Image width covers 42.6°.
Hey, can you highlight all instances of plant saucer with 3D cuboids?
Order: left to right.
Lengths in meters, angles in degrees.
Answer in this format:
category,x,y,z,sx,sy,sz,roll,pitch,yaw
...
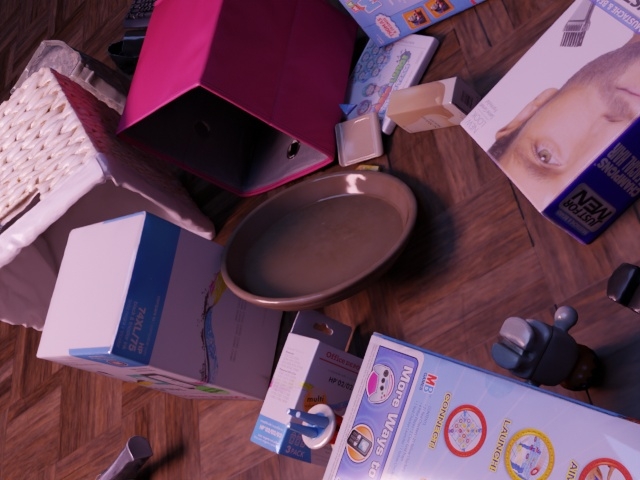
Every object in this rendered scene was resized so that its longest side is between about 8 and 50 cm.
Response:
category,x,y,z,sx,sy,sz,roll,pitch,yaw
plant saucer,0.000,0.000,1.103,0.278,0.041,0.277,-17,35,12

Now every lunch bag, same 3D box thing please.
category,x,y,z,sx,sy,sz,roll,pitch,yaw
lunch bag,-0.474,-0.290,1.717,0.287,0.235,0.168,18,76,51

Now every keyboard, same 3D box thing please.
category,x,y,z,sx,sy,sz,roll,pitch,yaw
keyboard,-0.296,-0.553,1.795,0.317,0.033,0.201,7,63,38

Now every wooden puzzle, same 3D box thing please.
category,x,y,z,sx,sy,sz,roll,pitch,yaw
wooden puzzle,0.058,-0.147,1.207,0.079,0.014,0.116,-5,84,33

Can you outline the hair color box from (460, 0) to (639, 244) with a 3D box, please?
category,x,y,z,sx,sy,sz,roll,pitch,yaw
hair color box,0.335,-0.182,0.884,0.339,0.110,0.185,-49,42,18

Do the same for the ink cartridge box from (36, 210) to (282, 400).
category,x,y,z,sx,sy,sz,roll,pitch,yaw
ink cartridge box,-0.218,0.106,1.184,0.198,0.270,0.197,-10,63,44

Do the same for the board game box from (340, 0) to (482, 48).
category,x,y,z,sx,sy,sz,roll,pitch,yaw
board game box,0.128,-0.373,1.156,0.212,0.160,0.039,-18,47,33

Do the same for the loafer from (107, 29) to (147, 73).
category,x,y,z,sx,sy,sz,roll,pitch,yaw
loafer,-0.411,-0.438,1.858,0.220,0.078,0.080,-14,58,42

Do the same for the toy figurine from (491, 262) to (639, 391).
category,x,y,z,sx,sy,sz,roll,pitch,yaw
toy figurine,0.276,0.145,0.736,0.210,0.148,0.213,-34,49,38

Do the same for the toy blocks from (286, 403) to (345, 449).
category,x,y,z,sx,sy,sz,roll,pitch,yaw
toy blocks,0.038,0.232,0.930,0.123,0.148,0.054,24,87,51

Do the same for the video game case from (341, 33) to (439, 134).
category,x,y,z,sx,sy,sz,roll,pitch,yaw
video game case,0.094,-0.244,1.247,0.143,0.019,0.157,28,90,51

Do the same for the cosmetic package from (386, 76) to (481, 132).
category,x,y,z,sx,sy,sz,roll,pitch,yaw
cosmetic package,0.153,-0.182,1.116,0.115,0.060,0.041,-4,66,48

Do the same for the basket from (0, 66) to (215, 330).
category,x,y,z,sx,sy,sz,roll,pitch,yaw
basket,-0.421,-0.049,1.360,0.328,0.331,0.266,-39,64,8

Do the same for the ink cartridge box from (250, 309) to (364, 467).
category,x,y,z,sx,sy,sz,roll,pitch,yaw
ink cartridge box,-0.003,0.185,1.035,0.062,0.104,0.181,8,75,49

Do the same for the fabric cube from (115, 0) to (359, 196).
category,x,y,z,sx,sy,sz,roll,pitch,yaw
fabric cube,-0.126,-0.254,1.293,0.254,0.259,0.258,-18,55,48

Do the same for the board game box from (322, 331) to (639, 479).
category,x,y,z,sx,sy,sz,roll,pitch,yaw
board game box,0.120,0.260,0.660,0.302,0.086,0.308,13,82,50

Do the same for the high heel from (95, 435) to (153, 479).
category,x,y,z,sx,sy,sz,roll,pitch,yaw
high heel,-0.275,0.446,1.220,0.186,0.093,0.261,-53,45,39
